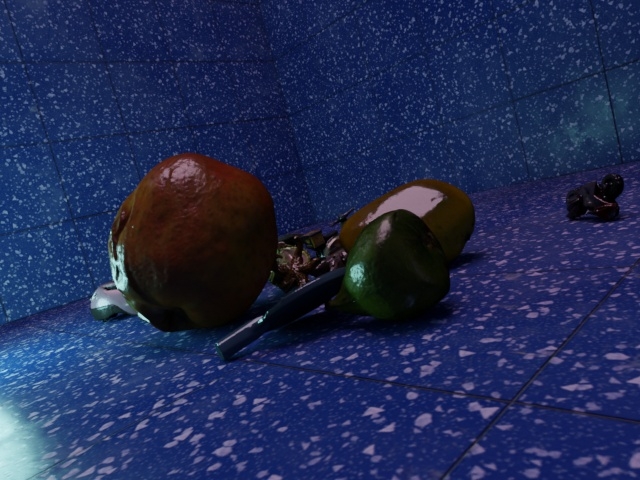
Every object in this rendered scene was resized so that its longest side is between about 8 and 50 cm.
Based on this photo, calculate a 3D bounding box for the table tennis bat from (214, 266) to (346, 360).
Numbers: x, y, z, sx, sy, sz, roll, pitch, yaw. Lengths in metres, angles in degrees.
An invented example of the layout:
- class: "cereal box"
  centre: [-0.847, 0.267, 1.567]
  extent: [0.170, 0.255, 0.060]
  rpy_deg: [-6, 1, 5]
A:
- class: "table tennis bat"
  centre: [-0.064, 0.144, 0.977]
  extent: [0.329, 0.044, 0.215]
  rpy_deg: [-27, -15, -23]

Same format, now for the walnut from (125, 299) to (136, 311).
- class: "walnut"
  centre: [-0.543, 0.129, 1.608]
  extent: [0.282, 0.283, 0.227]
  rpy_deg: [-11, -18, 33]

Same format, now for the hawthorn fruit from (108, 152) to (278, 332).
- class: "hawthorn fruit"
  centre: [-0.341, 0.017, 1.244]
  extent: [0.471, 0.472, 0.472]
  rpy_deg: [-15, 6, 1]

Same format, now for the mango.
- class: "mango"
  centre: [0.229, -0.037, 1.265]
  extent: [0.364, 0.253, 0.182]
  rpy_deg: [-10, -38, 3]

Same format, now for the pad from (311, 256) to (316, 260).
- class: "pad"
  centre: [0.052, 0.059, 1.908]
  extent: [0.233, 0.022, 0.174]
  rpy_deg: [-16, 5, -4]

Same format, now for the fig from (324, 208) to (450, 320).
- class: "fig"
  centre: [0.115, 0.073, 0.899]
  extent: [0.235, 0.203, 0.203]
  rpy_deg: [-39, -9, 33]

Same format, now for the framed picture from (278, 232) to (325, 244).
- class: "framed picture"
  centre: [0.000, 0.000, 1.988]
  extent: [0.324, 0.020, 0.240]
  rpy_deg: [4, -6, -18]

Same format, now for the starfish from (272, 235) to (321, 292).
- class: "starfish"
  centre: [-0.062, 0.086, 1.347]
  extent: [0.146, 0.190, 0.074]
  rpy_deg: [-33, -40, 6]

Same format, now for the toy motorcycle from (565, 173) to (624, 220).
- class: "toy motorcycle"
  centre: [0.757, -0.103, 1.312]
  extent: [0.082, 0.122, 0.213]
  rpy_deg: [8, -10, -6]

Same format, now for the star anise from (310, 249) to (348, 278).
- class: "star anise"
  centre: [0.070, 0.063, 1.425]
  extent: [0.229, 0.093, 0.236]
  rpy_deg: [-15, 14, 37]

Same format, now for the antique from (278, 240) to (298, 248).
- class: "antique"
  centre: [-0.199, 0.080, 1.904]
  extent: [0.256, 0.121, 0.143]
  rpy_deg: [-8, 14, -4]

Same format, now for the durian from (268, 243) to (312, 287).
- class: "durian"
  centre: [-0.097, 0.091, 1.504]
  extent: [0.137, 0.096, 0.221]
  rpy_deg: [4, 36, -6]

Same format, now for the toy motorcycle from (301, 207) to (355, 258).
- class: "toy motorcycle"
  centre: [0.067, -0.009, 1.771]
  extent: [0.263, 0.157, 0.091]
  rpy_deg: [-30, 14, -34]

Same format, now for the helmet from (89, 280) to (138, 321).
- class: "helmet"
  centre: [-0.752, 0.218, 1.816]
  extent: [0.253, 0.154, 0.198]
  rpy_deg: [-21, 6, -11]
